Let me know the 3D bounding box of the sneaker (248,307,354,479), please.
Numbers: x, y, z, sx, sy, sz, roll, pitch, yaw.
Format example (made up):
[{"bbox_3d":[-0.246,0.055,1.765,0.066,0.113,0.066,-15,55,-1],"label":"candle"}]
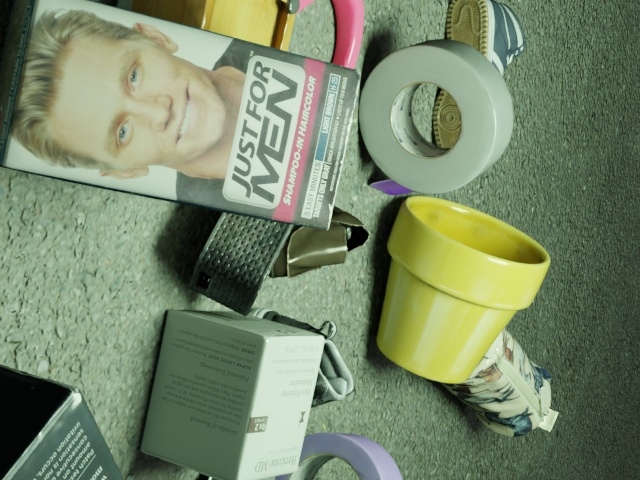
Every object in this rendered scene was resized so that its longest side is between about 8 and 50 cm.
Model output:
[{"bbox_3d":[-0.043,0.227,1.793,0.101,0.153,0.268,10,84,-60],"label":"sneaker"}]

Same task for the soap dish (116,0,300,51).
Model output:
[{"bbox_3d":[-0.136,-0.186,1.514,0.229,0.118,0.291,8,95,-62],"label":"soap dish"}]

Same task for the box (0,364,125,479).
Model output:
[{"bbox_3d":[-0.318,0.292,1.185,0.212,0.293,0.395,-55,145,-36],"label":"box"}]

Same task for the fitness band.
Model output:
[{"bbox_3d":[-0.019,-0.241,1.779,0.291,0.054,0.209,-46,139,-46],"label":"fitness band"}]

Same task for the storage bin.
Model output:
[{"bbox_3d":[-0.083,-0.011,1.667,0.180,0.084,0.122,-63,180,-25],"label":"storage bin"}]

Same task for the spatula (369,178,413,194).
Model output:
[{"bbox_3d":[0.169,-0.099,2.180,0.296,0.084,0.030,-19,97,-65],"label":"spatula"}]

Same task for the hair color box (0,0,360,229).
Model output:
[{"bbox_3d":[-0.145,-0.125,1.348,0.347,0.105,0.174,10,92,-26],"label":"hair color box"}]

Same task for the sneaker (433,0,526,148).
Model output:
[{"bbox_3d":[0.270,-0.270,2.254,0.153,0.099,0.282,-9,106,-59],"label":"sneaker"}]

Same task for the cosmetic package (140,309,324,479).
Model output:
[{"bbox_3d":[-0.109,0.191,1.683,0.151,0.151,0.183,5,97,-61],"label":"cosmetic package"}]

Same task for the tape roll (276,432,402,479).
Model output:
[{"bbox_3d":[0.022,0.375,1.964,0.080,0.189,0.189,18,86,-62],"label":"tape roll"}]

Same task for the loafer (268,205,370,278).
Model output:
[{"bbox_3d":[0.000,0.000,1.884,0.220,0.078,0.080,-31,127,-54],"label":"loafer"}]

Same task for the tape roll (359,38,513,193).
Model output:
[{"bbox_3d":[0.168,-0.182,1.971,0.072,0.219,0.219,-30,127,-56],"label":"tape roll"}]

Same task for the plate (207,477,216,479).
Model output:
[{"bbox_3d":[-0.134,0.377,1.852,0.188,0.024,0.188,-35,132,-53],"label":"plate"}]

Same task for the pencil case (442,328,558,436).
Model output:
[{"bbox_3d":[0.302,0.228,2.432,0.410,0.183,0.160,46,62,-57],"label":"pencil case"}]

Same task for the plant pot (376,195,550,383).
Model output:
[{"bbox_3d":[0.207,0.087,2.154,0.254,0.254,0.239,-11,125,-60],"label":"plant pot"}]
